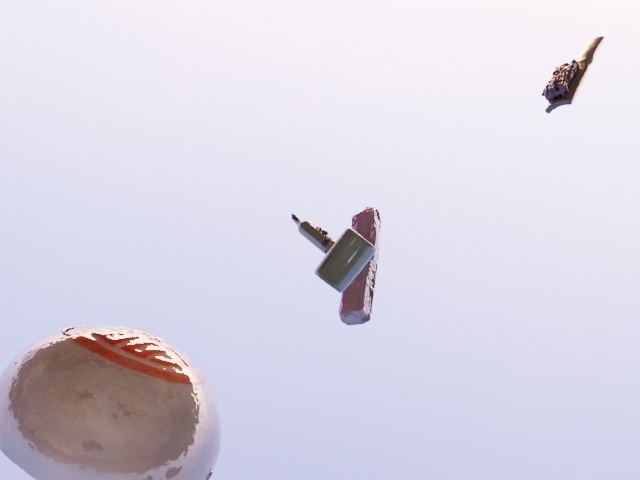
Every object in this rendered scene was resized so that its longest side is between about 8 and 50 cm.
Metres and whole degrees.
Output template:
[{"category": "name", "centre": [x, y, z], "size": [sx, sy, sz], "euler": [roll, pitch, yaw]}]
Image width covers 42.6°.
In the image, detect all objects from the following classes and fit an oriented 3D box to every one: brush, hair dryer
[{"category": "brush", "centre": [0.361, -0.247, 1.167], "size": [0.043, 0.036, 0.248], "euler": [-18, -159, 38]}, {"category": "hair dryer", "centre": [0.000, 0.000, 1.028], "size": [0.150, 0.071, 0.047], "euler": [39, 180, 44]}]

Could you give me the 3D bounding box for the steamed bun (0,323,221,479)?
[{"category": "steamed bun", "centre": [-0.248, 0.198, 1.008], "size": [0.283, 0.177, 0.283], "euler": [22, 180, 0]}]

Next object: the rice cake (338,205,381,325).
[{"category": "rice cake", "centre": [0.058, 0.031, 1.150], "size": [0.047, 0.036, 0.207], "euler": [-8, -135, 20]}]
